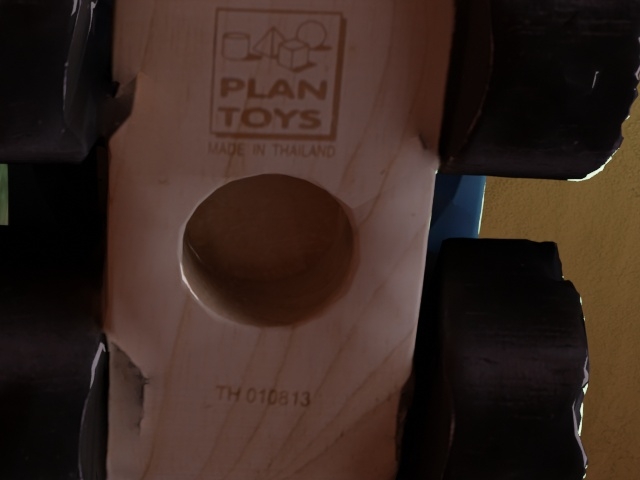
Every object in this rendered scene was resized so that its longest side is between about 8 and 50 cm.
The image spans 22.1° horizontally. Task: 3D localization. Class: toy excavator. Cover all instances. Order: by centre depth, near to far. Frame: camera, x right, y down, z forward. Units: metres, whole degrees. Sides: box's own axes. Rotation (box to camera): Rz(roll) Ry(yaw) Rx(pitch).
[{"bbox_3d":[-0.033,-0.159,0.661,0.445,0.222,0.433,-103,-164,-61],"label":"toy excavator"}]
